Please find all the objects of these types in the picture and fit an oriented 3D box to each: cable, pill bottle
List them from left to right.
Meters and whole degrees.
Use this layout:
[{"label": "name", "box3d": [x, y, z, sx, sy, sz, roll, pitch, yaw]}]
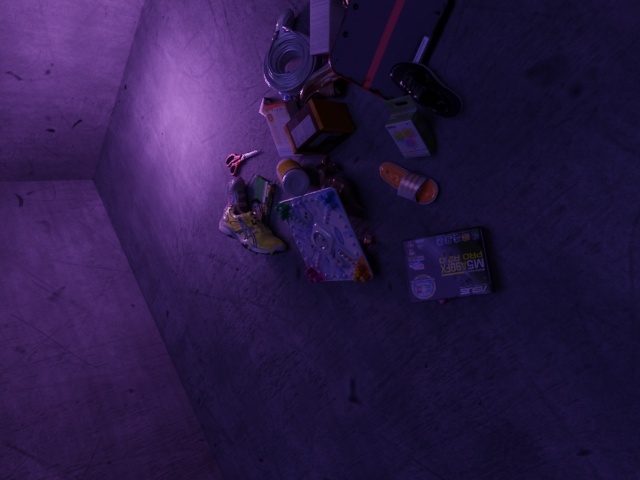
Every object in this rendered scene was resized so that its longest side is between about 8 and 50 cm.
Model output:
[{"label": "cable", "box3d": [-0.119, -0.728, 1.980, 0.257, 0.089, 0.257, 34, 96, 24]}, {"label": "pill bottle", "box3d": [-0.123, -0.275, 2.051, 0.208, 0.119, 0.119, -120, 40, -60]}]

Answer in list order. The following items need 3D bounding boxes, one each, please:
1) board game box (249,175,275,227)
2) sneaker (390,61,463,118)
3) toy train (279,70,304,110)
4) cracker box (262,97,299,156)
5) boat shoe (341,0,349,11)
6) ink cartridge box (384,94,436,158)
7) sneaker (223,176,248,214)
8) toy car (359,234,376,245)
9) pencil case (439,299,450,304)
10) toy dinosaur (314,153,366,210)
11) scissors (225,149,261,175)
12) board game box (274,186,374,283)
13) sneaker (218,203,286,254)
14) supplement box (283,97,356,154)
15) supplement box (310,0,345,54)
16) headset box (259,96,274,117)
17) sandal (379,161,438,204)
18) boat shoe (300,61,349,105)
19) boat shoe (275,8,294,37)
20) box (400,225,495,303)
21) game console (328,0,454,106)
[{"label": "board game box", "box3d": [-0.290, -0.174, 2.351, 0.136, 0.030, 0.260, 32, 118, 40]}, {"label": "sneaker", "box3d": [0.330, -0.500, 1.562, 0.283, 0.124, 0.107, 41, 122, 21]}, {"label": "toy train", "box3d": [-0.106, -0.632, 2.054, 0.105, 0.080, 0.184, -49, 62, 32]}, {"label": "cracker box", "box3d": [-0.143, -0.481, 2.065, 0.155, 0.067, 0.233, 8, 125, 44]}, {"label": "boat shoe", "box3d": [0.128, -0.869, 1.755, 0.113, 0.103, 0.303, 27, 115, 40]}, {"label": "ink cartridge box", "box3d": [0.292, -0.375, 1.611, 0.108, 0.062, 0.209, 1, 140, 46]}, {"label": "sneaker", "box3d": [-0.413, -0.199, 2.431, 0.111, 0.102, 0.253, 33, 125, 33]}, {"label": "toy car", "box3d": [0.166, 0.004, 1.891, 0.122, 0.060, 0.041, -15, 83, 46]}, {"label": "pencil case", "box3d": [0.391, 0.116, 1.662, 0.098, 0.095, 0.209, -42, 66, 11]}, {"label": "toy dinosaur", "box3d": [0.061, -0.219, 1.923, 0.295, 0.127, 0.201, 30, 110, 33]}, {"label": "scissors", "box3d": [-0.396, -0.425, 2.421, 0.297, 0.021, 0.109, -30, 73, 46]}, {"label": "board game box", "box3d": [0.000, 0.000, 1.947, 0.389, 0.050, 0.390, -9, 110, 53]}, {"label": "sneaker", "box3d": [-0.325, -0.050, 2.286, 0.384, 0.145, 0.147, 26, 110, 21]}, {"label": "supplement box", "box3d": [-0.004, -0.442, 1.896, 0.194, 0.191, 0.129, -32, 74, 43]}, {"label": "supplement box", "box3d": [0.035, -0.828, 1.852, 0.113, 0.111, 0.220, 10, 103, 45]}, {"label": "headset box", "box3d": [-0.248, -0.614, 2.233, 0.062, 0.032, 0.083, 44, 123, 32]}, {"label": "sandal", "box3d": [0.295, -0.204, 1.712, 0.265, 0.076, 0.102, 34, 120, 37]}, {"label": "boat shoe", "box3d": [0.041, -0.612, 1.877, 0.324, 0.123, 0.117, -33, 78, 43]}, {"label": "boat shoe", "box3d": [-0.151, -0.873, 2.068, 0.081, 0.079, 0.228, 45, 131, 20]}, {"label": "box", "box3d": [0.412, 0.083, 1.569, 0.269, 0.060, 0.217, -11, 79, 26]}, {"label": "game console", "box3d": [0.225, -0.705, 1.655, 0.341, 0.060, 0.387, 29, 120, 11]}]
